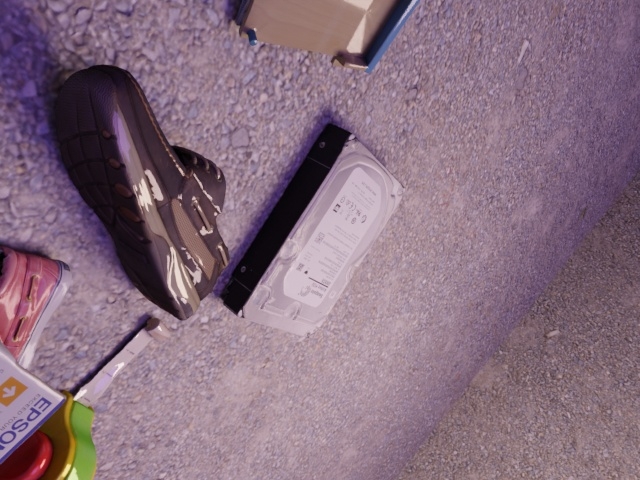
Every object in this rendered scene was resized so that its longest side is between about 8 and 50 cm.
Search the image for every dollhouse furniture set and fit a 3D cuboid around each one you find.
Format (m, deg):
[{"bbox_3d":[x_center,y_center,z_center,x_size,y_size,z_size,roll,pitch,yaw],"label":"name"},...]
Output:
[{"bbox_3d":[-0.029,-0.370,0.622,0.286,0.198,0.303,0,151,-27],"label":"dollhouse furniture set"}]

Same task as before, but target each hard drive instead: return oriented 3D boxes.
[{"bbox_3d":[0.000,0.000,0.942,0.339,0.064,0.237,-57,145,0],"label":"hard drive"}]

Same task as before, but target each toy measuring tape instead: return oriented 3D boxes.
[{"bbox_3d":[-0.310,0.252,0.720,0.330,0.121,0.121,-45,143,-17],"label":"toy measuring tape"}]

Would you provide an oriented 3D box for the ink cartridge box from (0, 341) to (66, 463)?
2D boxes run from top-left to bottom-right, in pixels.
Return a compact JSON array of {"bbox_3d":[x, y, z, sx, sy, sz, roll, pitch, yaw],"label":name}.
[{"bbox_3d":[-0.406,0.141,0.358,0.324,0.071,0.330,-45,142,-21],"label":"ink cartridge box"}]

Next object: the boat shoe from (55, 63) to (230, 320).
[{"bbox_3d":[-0.189,-0.054,0.638,0.130,0.132,0.355,-47,153,-31],"label":"boat shoe"}]

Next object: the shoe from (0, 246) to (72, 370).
[{"bbox_3d":[-0.352,0.093,0.593,0.081,0.063,0.178,31,86,-54],"label":"shoe"}]
